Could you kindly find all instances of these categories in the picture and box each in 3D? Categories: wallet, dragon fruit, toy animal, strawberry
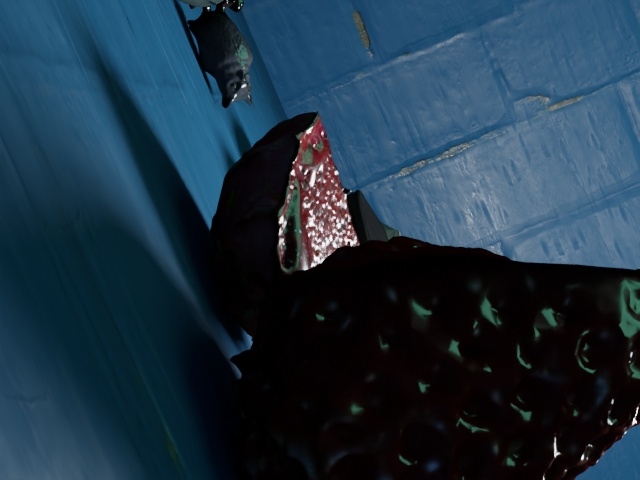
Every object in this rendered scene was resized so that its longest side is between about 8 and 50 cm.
[{"bbox_3d":[0.087,0.040,1.746,0.149,0.044,0.250,55,18,-51],"label":"wallet"},{"bbox_3d":[-0.035,0.020,1.095,0.189,0.163,0.261,22,-41,53],"label":"dragon fruit"},{"bbox_3d":[-0.168,-0.302,1.726,0.117,0.121,0.210,-9,-93,50],"label":"toy animal"},{"bbox_3d":[0.118,0.127,0.894,0.317,0.345,0.295,71,11,-56],"label":"strawberry"}]

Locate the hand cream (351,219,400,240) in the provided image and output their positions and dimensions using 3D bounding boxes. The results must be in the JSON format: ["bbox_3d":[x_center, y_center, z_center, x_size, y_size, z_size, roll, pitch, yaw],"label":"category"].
[{"bbox_3d":[0.053,-0.029,2.048,0.312,0.070,0.111,32,-44,44],"label":"hand cream"}]

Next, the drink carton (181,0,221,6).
[{"bbox_3d":[-0.169,-0.447,1.560,0.185,0.191,0.189,41,31,-27],"label":"drink carton"}]
